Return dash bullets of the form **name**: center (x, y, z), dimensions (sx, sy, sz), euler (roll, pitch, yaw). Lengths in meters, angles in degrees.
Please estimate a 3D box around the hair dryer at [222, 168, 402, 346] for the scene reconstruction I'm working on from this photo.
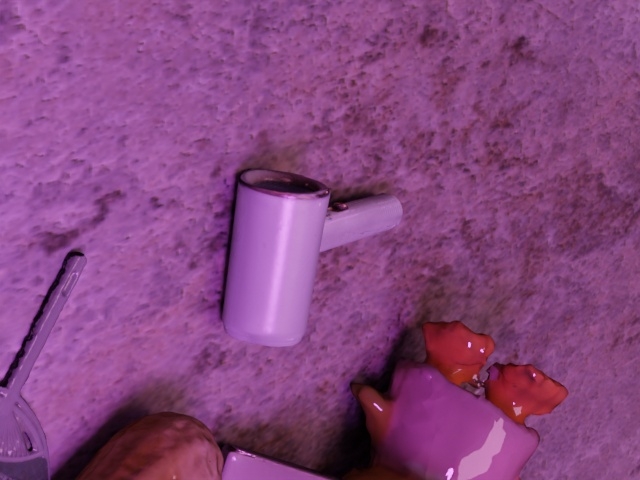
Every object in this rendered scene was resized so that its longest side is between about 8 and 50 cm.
- **hair dryer**: center (0.000, 0.000, 1.633), dimensions (0.236, 0.073, 0.131), euler (-22, 124, -61)

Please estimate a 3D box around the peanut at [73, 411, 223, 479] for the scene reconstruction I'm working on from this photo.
- **peanut**: center (-0.145, 0.215, 1.449), dimensions (0.108, 0.095, 0.226), euler (59, 44, -17)

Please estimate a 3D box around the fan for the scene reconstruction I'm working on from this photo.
- **fan**: center (-0.258, 0.156, 1.354), dimensions (0.223, 0.012, 0.294), euler (-4, 108, -54)

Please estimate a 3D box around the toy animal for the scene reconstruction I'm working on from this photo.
- **toy animal**: center (0.087, 0.222, 1.768), dimensions (0.281, 0.195, 0.169), euler (-62, -174, -23)

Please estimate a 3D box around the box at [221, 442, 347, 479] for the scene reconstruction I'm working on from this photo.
- **box**: center (-0.032, 0.365, 1.613), dimensions (0.069, 0.214, 0.353), euler (175, -67, -80)
